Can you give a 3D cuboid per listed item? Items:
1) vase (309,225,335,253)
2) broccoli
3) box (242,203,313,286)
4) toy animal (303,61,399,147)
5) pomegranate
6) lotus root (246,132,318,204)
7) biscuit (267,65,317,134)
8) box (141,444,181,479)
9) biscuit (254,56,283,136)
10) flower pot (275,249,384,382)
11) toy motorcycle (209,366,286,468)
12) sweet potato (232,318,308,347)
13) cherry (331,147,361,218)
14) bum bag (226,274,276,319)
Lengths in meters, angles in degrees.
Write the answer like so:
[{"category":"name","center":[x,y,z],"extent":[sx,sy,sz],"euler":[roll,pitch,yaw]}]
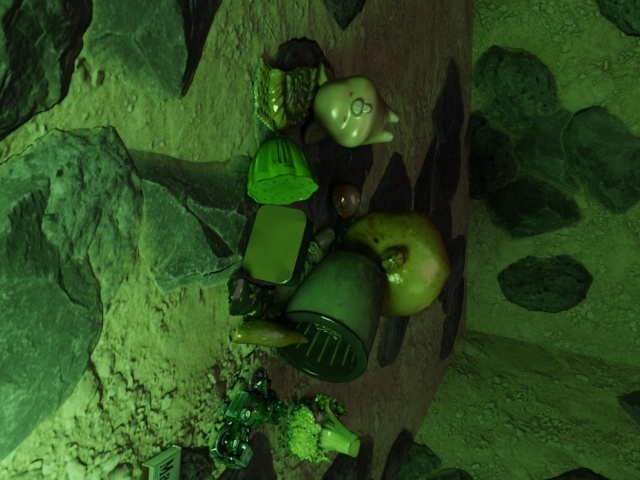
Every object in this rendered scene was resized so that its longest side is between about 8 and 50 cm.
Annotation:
[{"category":"vase","center":[0.000,0.000,2.200],"extent":[0.101,0.053,0.053],"euler":[-42,137,-47]},{"category":"broccoli","center":[0.022,0.602,2.255],"extent":[0.247,0.243,0.263],"euler":[-41,132,-35]},{"category":"box","center":[-0.107,0.017,1.866],"extent":[0.090,0.145,0.200],"euler":[40,62,-66]},{"category":"toy animal","center":[0.094,-0.373,2.070],"extent":[0.326,0.269,0.237],"euler":[-144,-115,-80]},{"category":"pomegranate","center":[0.244,0.072,2.360],"extent":[0.410,0.410,0.410],"euler":[-37,132,-56]},{"category":"lotus root","center":[-0.102,-0.199,1.801],"extent":[0.186,0.186,0.186],"euler":[-37,132,-56]},{"category":"biscuit","center":[-0.071,-0.371,1.879],"extent":[0.273,0.036,0.187],"euler":[-38,138,-62]},{"category":"box","center":[-0.371,0.580,1.647],"extent":[0.115,0.036,0.177],"euler":[-19,116,-63]},{"category":"biscuit","center":[-0.126,-0.361,1.823],"extent":[0.203,0.016,0.144],"euler":[34,68,-65]},{"category":"flower pot","center":[0.049,0.207,2.118],"extent":[0.330,0.294,0.293],"euler":[-62,150,-41]},{"category":"toy motorcycle","center":[-0.193,0.491,1.908],"extent":[0.274,0.125,0.187],"euler":[-59,139,-33]},{"category":"sweet potato","center":[-0.126,0.249,1.903],"extent":[0.244,0.077,0.077],"euler":[7,93,-34]},{"category":"cherry","center":[0.080,-0.182,2.268],"extent":[0.107,0.090,0.225],"euler":[-10,99,-48]},{"category":"bum bag","center":[-0.180,0.154,1.862],"extent":[0.232,0.060,0.106],"euler":[27,84,-63]}]
